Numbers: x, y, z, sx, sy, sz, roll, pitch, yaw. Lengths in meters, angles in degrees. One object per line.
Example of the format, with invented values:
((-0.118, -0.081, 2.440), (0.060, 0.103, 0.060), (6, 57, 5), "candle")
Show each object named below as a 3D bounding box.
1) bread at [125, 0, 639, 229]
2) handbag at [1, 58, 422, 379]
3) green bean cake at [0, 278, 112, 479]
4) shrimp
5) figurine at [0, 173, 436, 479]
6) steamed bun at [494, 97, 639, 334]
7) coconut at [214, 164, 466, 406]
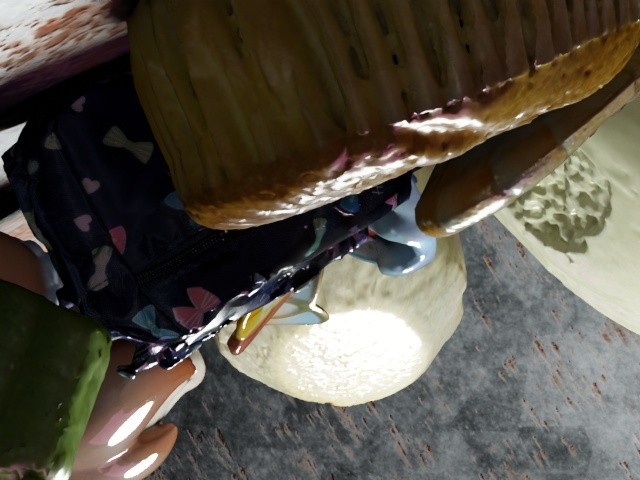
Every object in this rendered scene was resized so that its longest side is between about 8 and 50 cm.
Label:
((0.035, -0.102, 0.726), (0.227, 0.142, 0.253), (-20, -174, 36), "bread")
((-0.056, -0.037, 0.862), (0.260, 0.162, 0.113), (-32, 180, -35), "handbag")
((-0.231, 0.077, 0.764), (0.214, 0.200, 0.113), (-37, -145, 58), "green bean cake")
((0.154, -0.087, 0.894), (0.254, 0.059, 0.145), (-36, -179, -20), "shrimp")
((-0.129, 0.030, 1.118), (0.388, 0.248, 0.276), (-38, 179, -16), "figurine")
((0.327, -0.106, 1.192), (0.371, 0.290, 0.456), (-31, -150, -16), "steamed bun")
((0.000, 0.000, 1.526), (0.329, 0.329, 0.329), (-29, 179, -1), "coconut")
